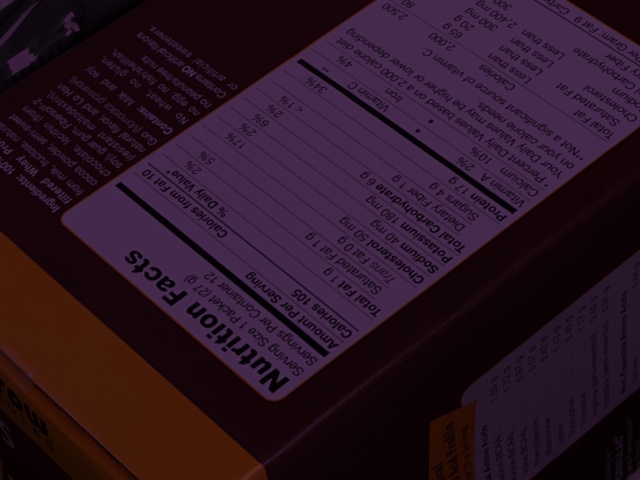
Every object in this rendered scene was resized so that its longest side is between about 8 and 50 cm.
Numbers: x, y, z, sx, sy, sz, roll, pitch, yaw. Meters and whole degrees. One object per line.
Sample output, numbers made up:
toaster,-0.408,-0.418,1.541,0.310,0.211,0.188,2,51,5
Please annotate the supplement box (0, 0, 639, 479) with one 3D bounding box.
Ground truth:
supplement box,0.015,0.033,0.491,0.194,0.191,0.129,-36,52,-22

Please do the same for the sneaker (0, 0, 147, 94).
sneaker,-0.127,-0.056,0.526,0.286,0.109,0.130,-32,67,-26

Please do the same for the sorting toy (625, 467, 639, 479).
sorting toy,0.128,0.121,0.444,0.255,0.257,0.089,-40,28,-12
